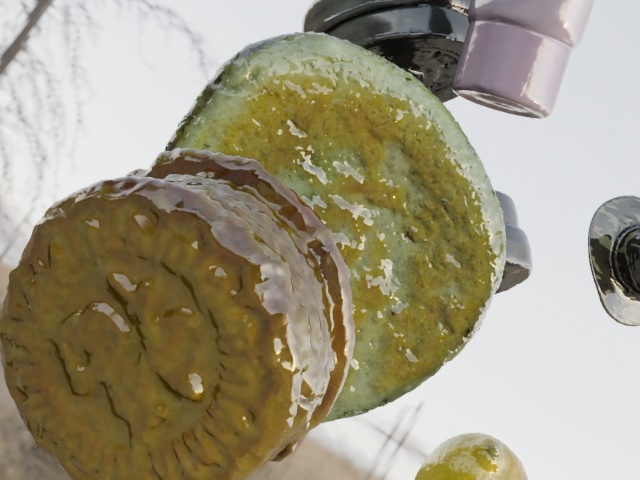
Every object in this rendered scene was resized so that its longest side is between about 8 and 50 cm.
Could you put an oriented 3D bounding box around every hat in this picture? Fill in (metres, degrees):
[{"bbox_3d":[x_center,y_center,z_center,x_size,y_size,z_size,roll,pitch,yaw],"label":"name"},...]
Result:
[{"bbox_3d":[0.273,0.017,1.145,0.121,0.121,0.050,42,-20,-25],"label":"hat"}]

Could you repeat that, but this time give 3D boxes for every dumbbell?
[{"bbox_3d":[0.087,-0.088,1.279,0.185,0.388,0.185,-6,-17,-2],"label":"dumbbell"}]

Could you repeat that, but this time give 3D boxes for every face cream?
[{"bbox_3d":[0.193,-0.245,1.171,0.096,0.274,0.154,17,-2,-34],"label":"face cream"}]

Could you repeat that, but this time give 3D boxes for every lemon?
[{"bbox_3d":[0.227,0.390,2.067,0.187,0.187,0.244,27,-49,30],"label":"lemon"}]

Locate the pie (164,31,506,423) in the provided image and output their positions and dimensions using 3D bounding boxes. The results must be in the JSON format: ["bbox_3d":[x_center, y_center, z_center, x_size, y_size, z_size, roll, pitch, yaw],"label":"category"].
[{"bbox_3d":[0.000,0.000,1.117,0.323,0.323,0.070,38,6,-11],"label":"pie"}]

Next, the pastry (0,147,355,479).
[{"bbox_3d":[-0.077,0.048,0.747,0.188,0.189,0.103,32,21,14],"label":"pastry"}]
